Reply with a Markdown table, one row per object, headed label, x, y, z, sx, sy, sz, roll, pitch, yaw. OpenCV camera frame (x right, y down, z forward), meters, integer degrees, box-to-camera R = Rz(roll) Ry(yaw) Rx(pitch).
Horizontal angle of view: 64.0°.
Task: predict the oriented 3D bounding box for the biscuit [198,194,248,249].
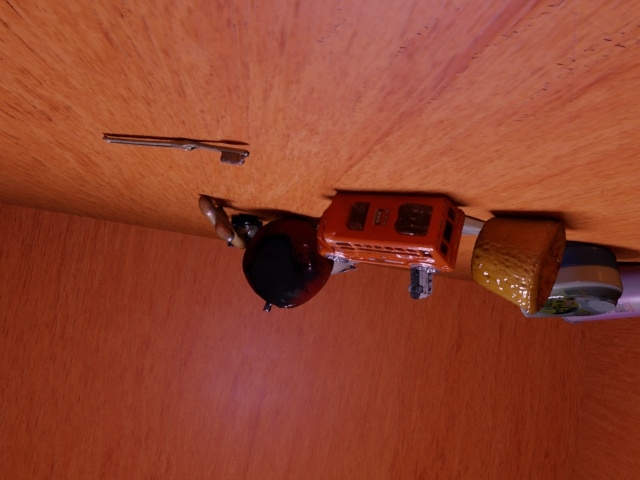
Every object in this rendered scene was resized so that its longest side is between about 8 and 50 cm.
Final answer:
| label | x | y | z | sx | sy | sz | roll | pitch | yaw |
| --- | --- | --- | --- | --- | --- | --- | --- | --- | --- |
| biscuit | -0.294 | -0.050 | 1.542 | 0.047 | 0.164 | 0.208 | -34 | 172 | -1 |

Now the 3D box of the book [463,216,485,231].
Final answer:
| label | x | y | z | sx | sy | sz | roll | pitch | yaw |
| --- | --- | --- | --- | --- | --- | --- | --- | --- | --- |
| book | 0.273 | -0.037 | 1.272 | 0.202 | 0.026 | 0.290 | 12 | 174 | -34 |

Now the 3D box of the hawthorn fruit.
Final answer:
| label | x | y | z | sx | sy | sz | roll | pitch | yaw |
| --- | --- | --- | --- | --- | --- | --- | --- | --- | --- |
| hawthorn fruit | -0.101 | 0.064 | 1.602 | 0.317 | 0.315 | 0.316 | 9 | 175 | 1 |

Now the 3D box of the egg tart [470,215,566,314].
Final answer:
| label | x | y | z | sx | sy | sz | roll | pitch | yaw |
| --- | --- | --- | --- | --- | --- | --- | --- | --- | --- |
| egg tart | 0.403 | 0.042 | 1.057 | 0.147 | 0.202 | 0.203 | 16 | 179 | 33 |

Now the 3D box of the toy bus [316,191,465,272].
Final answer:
| label | x | y | z | sx | sy | sz | roll | pitch | yaw |
| --- | --- | --- | --- | --- | --- | --- | --- | --- | --- |
| toy bus | 0.123 | -0.026 | 1.087 | 0.330 | 0.142 | 0.153 | 6 | 164 | 36 |

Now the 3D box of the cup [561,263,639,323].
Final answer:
| label | x | y | z | sx | sy | sz | roll | pitch | yaw |
| --- | --- | --- | --- | --- | --- | --- | --- | --- | --- |
| cup | 0.861 | 0.148 | 1.498 | 0.203 | 0.202 | 0.288 | 11 | 168 | -23 |

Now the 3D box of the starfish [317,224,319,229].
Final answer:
| label | x | y | z | sx | sy | sz | roll | pitch | yaw |
| --- | --- | --- | --- | --- | --- | --- | --- | --- | --- |
| starfish | 0.104 | -0.027 | 1.505 | 0.216 | 0.071 | 0.238 | 5 | -175 | -9 |

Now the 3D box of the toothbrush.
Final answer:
| label | x | y | z | sx | sy | sz | roll | pitch | yaw |
| --- | --- | --- | --- | --- | --- | --- | --- | --- | --- |
| toothbrush | -0.253 | -0.162 | 0.876 | 0.295 | 0.028 | 0.026 | 13 | 175 | 20 |

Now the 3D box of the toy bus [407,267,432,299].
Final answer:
| label | x | y | z | sx | sy | sz | roll | pitch | yaw |
| --- | --- | --- | --- | --- | --- | --- | --- | --- | --- |
| toy bus | 0.418 | 0.147 | 2.124 | 0.089 | 0.193 | 0.087 | 2 | 177 | -20 |

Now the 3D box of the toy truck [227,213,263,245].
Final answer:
| label | x | y | z | sx | sy | sz | roll | pitch | yaw |
| --- | --- | --- | --- | --- | --- | --- | --- | --- | --- |
| toy truck | -0.262 | -0.028 | 1.836 | 0.126 | 0.113 | 0.208 | 10 | 176 | -27 |

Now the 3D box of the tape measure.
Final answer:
| label | x | y | z | sx | sy | sz | roll | pitch | yaw |
| --- | --- | --- | --- | --- | --- | --- | --- | --- | --- |
| tape measure | 0.632 | 0.110 | 1.331 | 0.262 | 0.138 | 0.259 | -2 | 158 | 25 |

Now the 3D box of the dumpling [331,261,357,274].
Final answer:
| label | x | y | z | sx | sy | sz | roll | pitch | yaw |
| --- | --- | --- | --- | --- | --- | --- | --- | --- | --- |
| dumpling | 0.010 | 0.025 | 1.876 | 0.293 | 0.163 | 0.204 | 7 | 140 | 32 |
